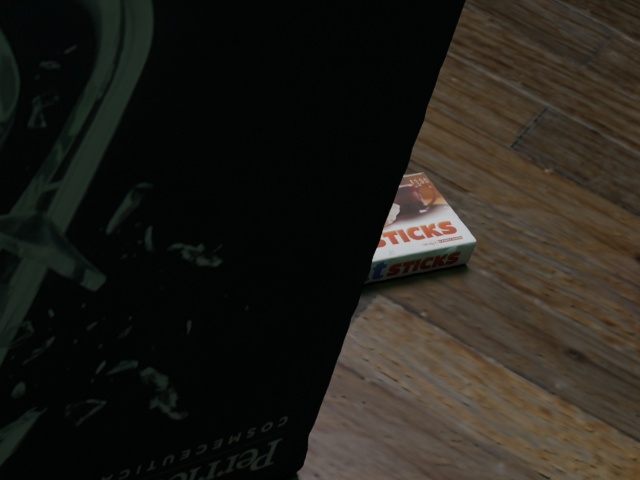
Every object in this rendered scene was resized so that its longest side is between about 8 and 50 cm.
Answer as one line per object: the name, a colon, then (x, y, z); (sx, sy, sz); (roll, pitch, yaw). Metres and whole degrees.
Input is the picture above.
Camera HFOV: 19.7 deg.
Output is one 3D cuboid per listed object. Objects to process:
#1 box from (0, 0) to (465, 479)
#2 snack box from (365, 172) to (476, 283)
box: (-0.215, -0.093, 0.740); (0.480, 0.472, 0.297); (-15, 51, -33)
snack box: (0.000, 0.000, 1.064); (0.178, 0.022, 0.064); (-10, 49, -30)
